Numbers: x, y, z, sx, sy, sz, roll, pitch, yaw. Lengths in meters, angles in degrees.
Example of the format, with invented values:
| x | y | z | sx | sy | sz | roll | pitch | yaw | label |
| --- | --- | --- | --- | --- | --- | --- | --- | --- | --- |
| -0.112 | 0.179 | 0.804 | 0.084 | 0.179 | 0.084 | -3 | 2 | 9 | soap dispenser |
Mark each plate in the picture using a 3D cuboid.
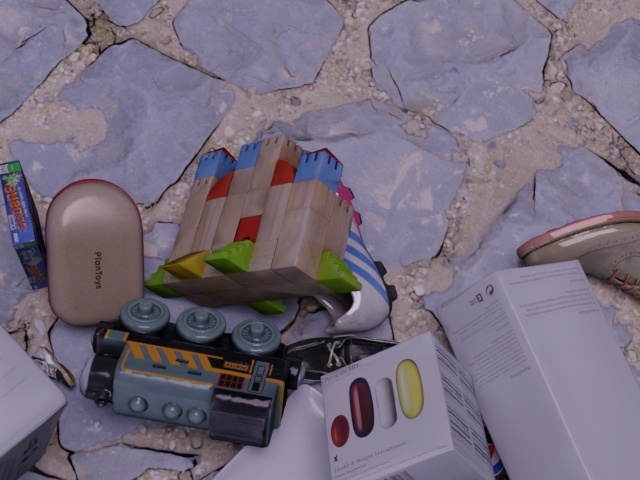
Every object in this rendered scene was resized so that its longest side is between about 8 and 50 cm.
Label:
| x | y | z | sx | sy | sz | roll | pitch | yaw | label |
| --- | --- | --- | --- | --- | --- | --- | --- | --- | --- |
| 0.007 | 0.380 | 1.661 | 0.277 | 0.045 | 0.278 | 37 | 43 | 9 | plate |

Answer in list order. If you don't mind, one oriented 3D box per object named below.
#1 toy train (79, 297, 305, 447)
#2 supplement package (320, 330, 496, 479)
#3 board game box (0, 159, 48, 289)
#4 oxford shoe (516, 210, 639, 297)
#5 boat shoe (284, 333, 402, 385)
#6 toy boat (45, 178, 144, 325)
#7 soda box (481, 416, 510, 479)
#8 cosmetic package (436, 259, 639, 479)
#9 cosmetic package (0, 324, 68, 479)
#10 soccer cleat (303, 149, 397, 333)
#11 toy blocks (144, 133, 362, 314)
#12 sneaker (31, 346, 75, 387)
| x | y | z | sx | sy | sz | roll | pitch | yaw | label |
| --- | --- | --- | --- | --- | --- | --- | --- | --- | --- |
| -0.193 | 0.199 | 1.671 | 0.333 | 0.142 | 0.190 | 11 | 35 | 3 | toy train |
| 0.124 | 0.278 | 1.614 | 0.194 | 0.149 | 0.203 | -26 | 44 | 19 | supplement package |
| -0.457 | -0.020 | 1.729 | 0.035 | 0.201 | 0.136 | -13 | 70 | -11 | board game box |
| 0.528 | 0.033 | 1.860 | 0.397 | 0.140 | 0.147 | -5 | 76 | -6 | oxford shoe |
| 0.032 | 0.183 | 1.774 | 0.219 | 0.070 | 0.078 | -2 | 68 | -8 | boat shoe |
| -0.362 | 0.013 | 1.764 | 0.151 | 0.151 | 0.231 | -5 | 109 | -19 | toy boat |
| 0.267 | 0.349 | 1.740 | 0.053 | 0.060 | 0.169 | 8 | 67 | -3 | soda box |
| 0.364 | 0.236 | 1.707 | 0.217 | 0.156 | 0.385 | -4 | 66 | -40 | cosmetic package |
| -0.607 | 0.217 | 1.499 | 0.394 | 0.329 | 0.327 | 46 | 60 | 4 | cosmetic package |
| 0.000 | 0.000 | 1.810 | 0.143 | 0.116 | 0.331 | -18 | 72 | -33 | soccer cleat |
| -0.086 | -0.042 | 1.741 | 0.190 | 0.381 | 0.261 | 36 | 58 | -40 | toy blocks |
| -0.419 | 0.205 | 1.739 | 0.083 | 0.032 | 0.037 | 42 | 83 | 16 | sneaker |
